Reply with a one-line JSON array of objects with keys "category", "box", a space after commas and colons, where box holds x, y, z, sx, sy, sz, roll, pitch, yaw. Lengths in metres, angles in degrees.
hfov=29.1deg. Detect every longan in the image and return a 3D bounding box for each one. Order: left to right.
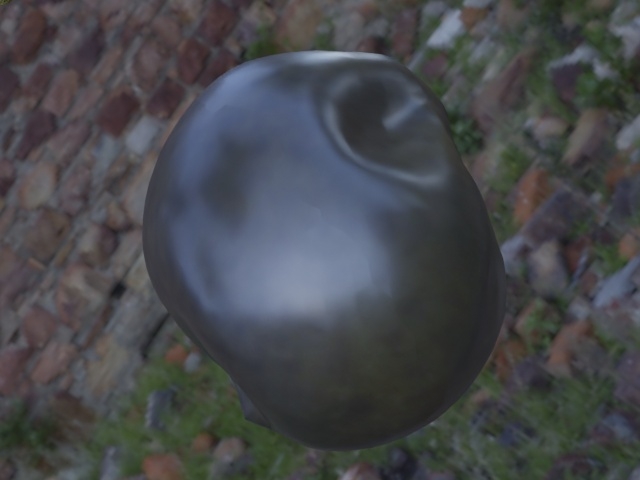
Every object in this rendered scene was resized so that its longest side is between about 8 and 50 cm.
[{"category": "longan", "box": [0.000, 0.000, 0.969, 0.288, 0.288, 0.350, -50, 44, 17]}]

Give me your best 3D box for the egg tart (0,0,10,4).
[{"category": "egg tart", "box": [-0.405, -0.350, 1.636, 0.105, 0.039, 0.105, -25, 27, 14]}]
